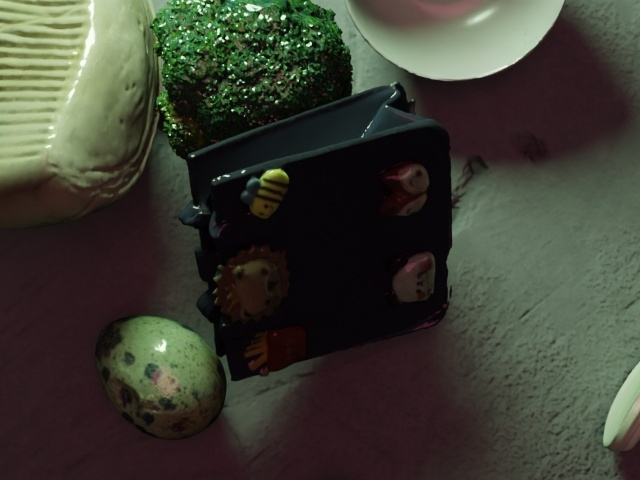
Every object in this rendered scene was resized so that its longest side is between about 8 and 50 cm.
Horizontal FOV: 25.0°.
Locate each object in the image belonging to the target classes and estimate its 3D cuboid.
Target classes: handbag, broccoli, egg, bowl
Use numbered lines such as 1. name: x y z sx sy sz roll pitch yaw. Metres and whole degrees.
1. handbag: 0.000 0.000 1.732 0.329 0.122 0.303 -19 127 -20
2. broccoli: -0.087 -0.203 1.785 0.294 0.245 0.265 38 97 -26
3. egg: -0.202 0.167 1.809 0.182 0.141 0.141 40 86 4
4. bowl: 0.165 -0.355 1.822 0.287 0.144 0.287 0 111 0

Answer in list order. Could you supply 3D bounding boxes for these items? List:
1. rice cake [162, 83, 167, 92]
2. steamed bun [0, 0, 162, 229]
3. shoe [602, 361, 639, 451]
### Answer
1. rice cake: -0.155 -0.157 1.878 0.208 0.033 0.033 33 86 -1
2. steamed bun: -0.313 -0.180 1.748 0.247 0.236 0.383 -11 66 26
3. shoe: 0.472 0.176 1.867 0.110 0.095 0.265 32 84 -2
